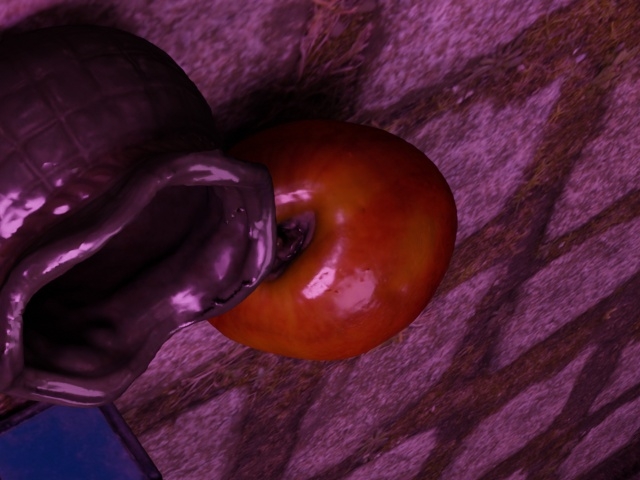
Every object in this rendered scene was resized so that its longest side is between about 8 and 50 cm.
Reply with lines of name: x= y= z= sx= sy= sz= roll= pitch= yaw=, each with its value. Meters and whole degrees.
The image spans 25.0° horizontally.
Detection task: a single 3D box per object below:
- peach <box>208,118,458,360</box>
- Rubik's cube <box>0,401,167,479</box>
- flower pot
peach: x=0.000 y=0.000 z=1.415 sx=0.281 sy=0.238 sz=0.281 roll=-34 pitch=171 yaw=-6
Rubik's cube: x=-0.301 y=0.390 z=1.544 sx=0.313 sy=0.318 sz=0.316 roll=-27 pitch=151 yaw=-25
flower pot: x=-0.188 y=-0.016 z=1.147 sx=0.302 sy=0.213 sz=0.302 roll=-32 pitch=153 yaw=-18
